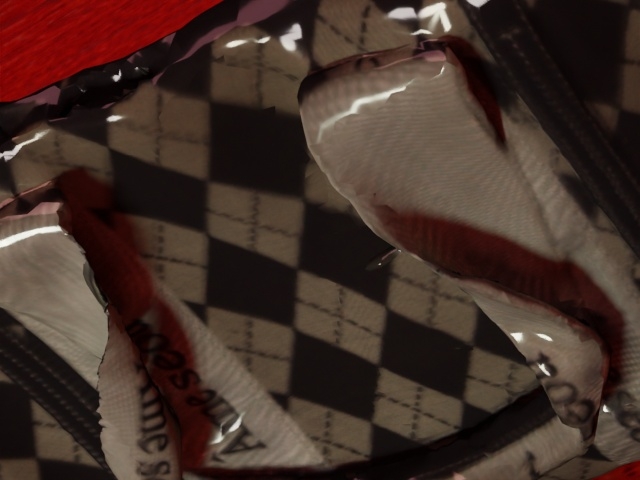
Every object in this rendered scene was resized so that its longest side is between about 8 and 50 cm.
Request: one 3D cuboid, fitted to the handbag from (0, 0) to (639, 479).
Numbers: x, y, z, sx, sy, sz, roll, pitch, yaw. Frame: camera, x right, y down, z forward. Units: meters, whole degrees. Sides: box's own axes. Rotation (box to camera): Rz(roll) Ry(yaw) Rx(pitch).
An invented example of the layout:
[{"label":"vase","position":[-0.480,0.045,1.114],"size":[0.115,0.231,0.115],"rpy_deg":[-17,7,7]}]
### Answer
[{"label":"handbag","position":[0.000,0.000,0.693],"size":[0.416,0.317,0.180],"rpy_deg":[-26,51,19]}]
